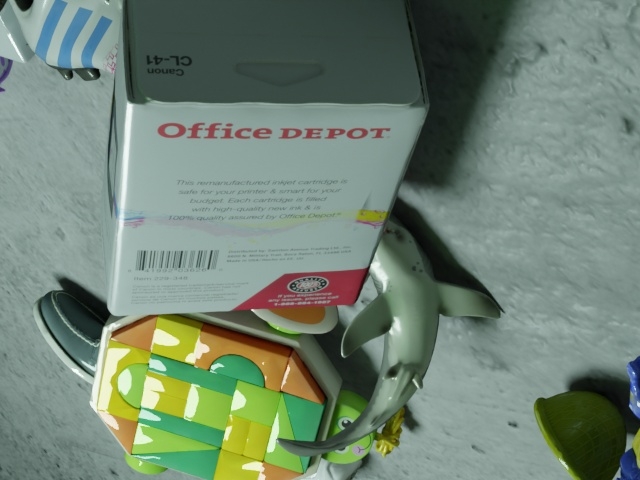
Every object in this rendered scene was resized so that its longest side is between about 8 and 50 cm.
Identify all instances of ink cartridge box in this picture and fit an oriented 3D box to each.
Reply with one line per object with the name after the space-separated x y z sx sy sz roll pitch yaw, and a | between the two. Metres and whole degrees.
-0.057 -0.068 1.265 0.226 0.131 0.306 -1 147 -12 | ink cartridge box

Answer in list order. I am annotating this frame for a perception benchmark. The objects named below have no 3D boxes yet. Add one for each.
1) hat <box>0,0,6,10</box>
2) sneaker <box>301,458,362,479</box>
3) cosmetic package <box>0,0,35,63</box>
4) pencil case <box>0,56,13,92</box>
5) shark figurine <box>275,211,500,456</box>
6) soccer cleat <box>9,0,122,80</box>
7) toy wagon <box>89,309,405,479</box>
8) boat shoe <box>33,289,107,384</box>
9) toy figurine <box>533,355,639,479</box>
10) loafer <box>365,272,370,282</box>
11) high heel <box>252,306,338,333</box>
-0.334 -0.277 1.377 0.134 0.331 0.331 11 172 -35 | hat
-0.032 0.287 1.977 0.115 0.090 0.232 46 145 5 | sneaker
-0.365 -0.266 1.564 0.231 0.085 0.117 19 147 33 | cosmetic package
-0.415 -0.201 1.718 0.206 0.086 0.088 4 102 52 | pencil case
0.063 0.100 1.505 0.166 0.278 0.116 15 -163 -10 | shark figurine
-0.175 -0.209 1.361 0.331 0.116 0.143 6 137 49 | soccer cleat
-0.078 0.174 1.731 0.344 0.068 0.267 17 121 4 | toy wagon
-0.241 0.158 2.065 0.319 0.116 0.099 42 111 14 | boat shoe
0.316 0.183 1.306 0.191 0.217 0.362 31 -161 -11 | toy figurine
0.000 0.000 1.545 0.125 0.039 0.045 31 119 12 | loafer
-0.086 0.015 1.655 0.244 0.082 0.117 31 -178 -7 | high heel
